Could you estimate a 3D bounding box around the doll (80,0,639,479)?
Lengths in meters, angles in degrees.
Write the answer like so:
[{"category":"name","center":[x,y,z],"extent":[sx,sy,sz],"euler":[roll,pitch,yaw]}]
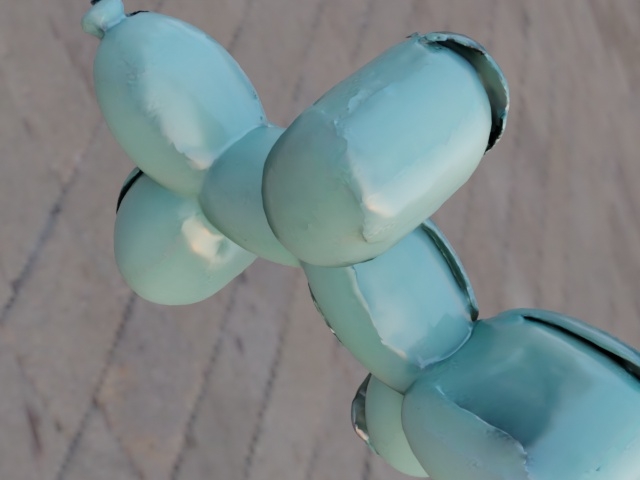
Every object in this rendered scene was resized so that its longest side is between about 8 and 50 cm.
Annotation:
[{"category":"doll","center":[0.000,0.000,0.483],"extent":[0.059,0.158,0.159],"euler":[-41,105,-24]}]
